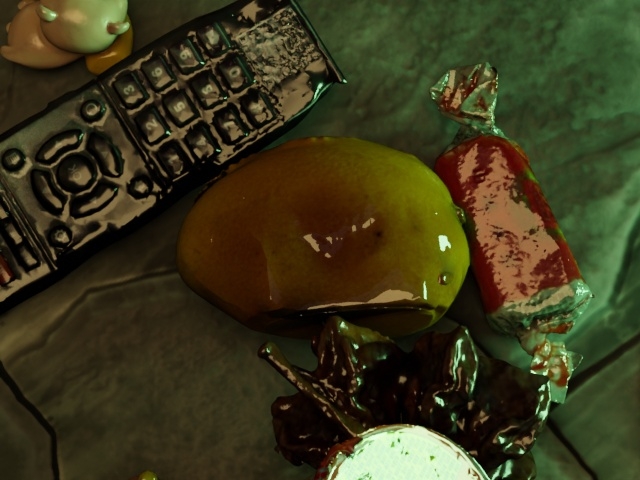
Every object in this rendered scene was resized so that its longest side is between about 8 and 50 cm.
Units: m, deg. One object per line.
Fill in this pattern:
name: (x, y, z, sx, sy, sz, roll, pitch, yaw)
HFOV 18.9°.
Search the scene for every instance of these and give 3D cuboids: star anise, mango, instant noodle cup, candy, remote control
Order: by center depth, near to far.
instant noodle cup: (0.004, 0.246, 1.388, 0.193, 0.212, 0.193, 19, 59, -35)
star anise: (0.068, 0.152, 1.482, 0.220, 0.190, 0.126, -3, 53, 6)
mango: (0.000, 0.000, 1.534, 0.236, 0.136, 0.166, -4, 67, 7)
candy: (0.153, -0.008, 1.561, 0.086, 0.059, 0.292, -21, 77, 1)
remote control: (-0.175, -0.071, 1.595, 0.399, 0.062, 0.144, -32, 77, -1)

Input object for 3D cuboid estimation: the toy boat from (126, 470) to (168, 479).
toy boat: (-0.094, 0.334, 1.480, 0.141, 0.099, 0.318, -20, 84, -30)

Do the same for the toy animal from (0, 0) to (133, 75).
toy animal: (-0.212, -0.191, 1.613, 0.114, 0.082, 0.091, 3, 77, 5)
